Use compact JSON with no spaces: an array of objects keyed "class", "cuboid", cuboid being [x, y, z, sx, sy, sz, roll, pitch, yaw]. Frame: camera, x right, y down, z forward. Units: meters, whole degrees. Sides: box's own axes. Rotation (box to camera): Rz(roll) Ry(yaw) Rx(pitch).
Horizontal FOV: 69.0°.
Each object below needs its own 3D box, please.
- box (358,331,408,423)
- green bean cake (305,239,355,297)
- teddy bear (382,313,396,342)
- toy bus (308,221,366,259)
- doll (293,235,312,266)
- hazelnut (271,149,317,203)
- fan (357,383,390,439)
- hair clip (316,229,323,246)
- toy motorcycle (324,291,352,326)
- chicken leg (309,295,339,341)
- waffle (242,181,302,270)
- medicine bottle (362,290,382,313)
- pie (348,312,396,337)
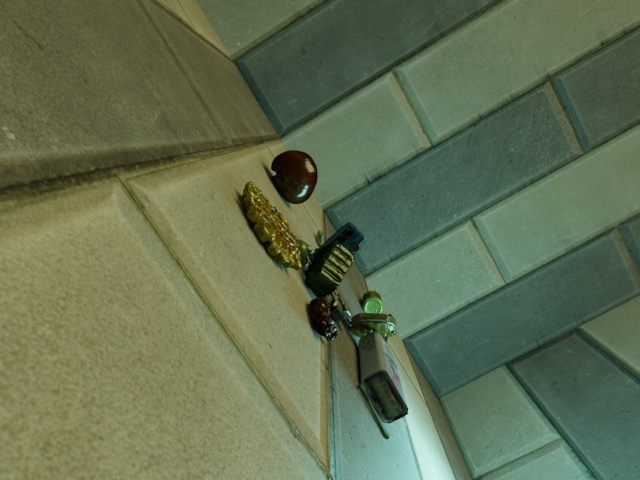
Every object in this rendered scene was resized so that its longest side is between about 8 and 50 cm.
[{"class":"box","cuboid":[0.219,0.488,1.702,0.190,0.112,0.369,59,9,-6]},{"class":"green bean cake","cuboid":[0.008,0.116,1.668,0.107,0.193,0.208,42,48,-14]},{"class":"teddy bear","cuboid":[0.273,0.454,2.105,0.182,0.129,0.251,-24,123,-81]},{"class":"toy bus","cuboid":[0.074,0.041,1.966,0.134,0.246,0.113,49,6,8]},{"class":"doll","cuboid":[-0.067,0.039,1.688,0.150,0.078,0.115,78,-6,-76]},{"class":"hazelnut","cuboid":[-0.123,-0.293,2.167,0.217,0.217,0.251,-84,166,-79]},{"class":"fan","cuboid":[0.167,0.541,1.474,0.193,0.016,0.038,61,4,1]},{"class":"hair clip","cuboid":[0.000,0.000,2.451,0.060,0.033,0.188,54,11,-28]},{"class":"toy motorcycle","cuboid":[0.057,0.240,1.747,0.193,0.061,0.124,47,19,-28]},{"class":"chicken leg","cuboid":[0.008,0.231,1.426,0.105,0.063,0.234,62,5,-25]},{"class":"waffle","cuboid":[-0.149,-0.040,1.442,0.309,0.065,0.283,63,9,-3]},{"class":"medicine bottle","cuboid":[0.307,0.370,2.769,0.124,0.124,0.239,60,6,-2]},{"class":"pie","cuboid":[0.209,0.349,1.886,0.195,0.195,0.046,53,33,-43]}]
